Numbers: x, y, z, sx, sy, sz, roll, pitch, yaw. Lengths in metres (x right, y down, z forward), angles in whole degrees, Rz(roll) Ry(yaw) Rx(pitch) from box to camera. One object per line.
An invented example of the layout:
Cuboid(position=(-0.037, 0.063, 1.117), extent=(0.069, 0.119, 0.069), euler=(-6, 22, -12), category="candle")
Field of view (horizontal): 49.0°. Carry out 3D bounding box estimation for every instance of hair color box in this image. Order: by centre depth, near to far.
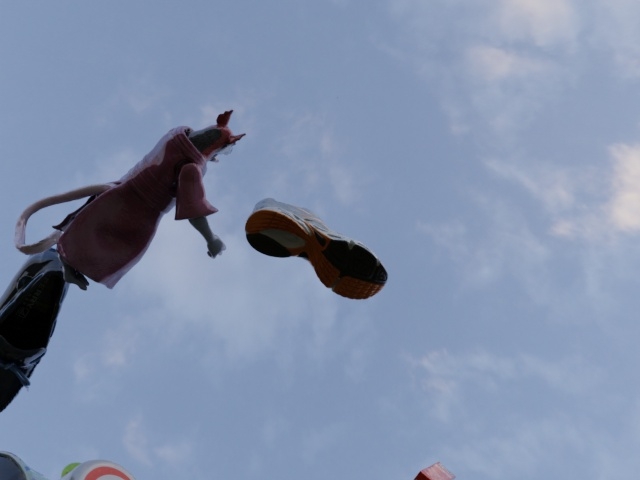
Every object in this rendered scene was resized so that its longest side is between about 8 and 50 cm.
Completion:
Cuboid(position=(0.222, 0.522, 1.467), extent=(0.053, 0.167, 0.093), euler=(38, -84, 23), category="hair color box")

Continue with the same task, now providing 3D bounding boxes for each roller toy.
Cuboid(position=(-0.424, 0.522, 1.321), extent=(0.146, 0.191, 0.209), euler=(-38, -86, 19), category="roller toy")

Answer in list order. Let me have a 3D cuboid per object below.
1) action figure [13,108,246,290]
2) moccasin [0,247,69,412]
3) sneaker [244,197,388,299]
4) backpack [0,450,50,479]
Cuboid(position=(-0.285, -0.098, 1.167), extent=(0.370, 0.248, 0.275), euler=(-43, -47, 12), category="action figure")
Cuboid(position=(-0.559, 0.173, 1.273), extent=(0.137, 0.117, 0.342), euler=(18, -80, -28), category="moccasin")
Cuboid(position=(0.000, 0.000, 1.181), extent=(0.262, 0.121, 0.099), euler=(30, -68, -15), category="sneaker")
Cuboid(position=(-0.270, 0.313, 0.569), extent=(0.225, 0.253, 0.191), euler=(-40, -43, -5), category="backpack")
